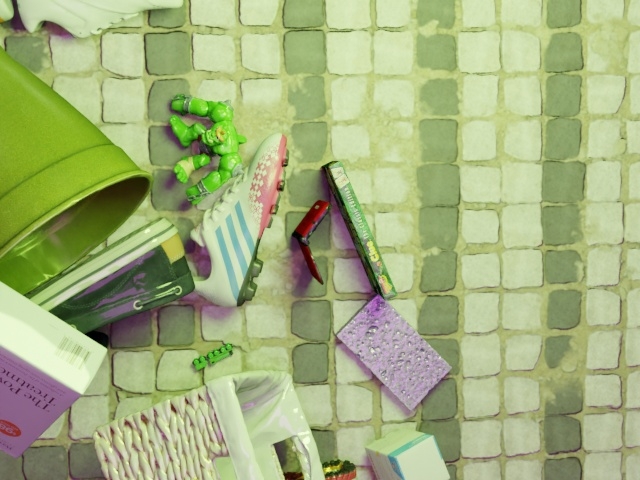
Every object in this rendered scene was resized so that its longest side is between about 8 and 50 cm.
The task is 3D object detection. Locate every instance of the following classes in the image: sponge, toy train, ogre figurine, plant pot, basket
[{"bbox_3d":[0.140,0.211,1.784,0.117,0.031,0.210,-44,98,-2],"label":"sponge"},{"bbox_3d":[-0.199,0.217,1.749,0.083,0.017,0.023,-24,107,-5],"label":"toy train"},{"bbox_3d":[-0.201,-0.175,1.673,0.118,0.097,0.197,-14,62,18],"label":"ogre figurine"},{"bbox_3d":[-0.529,-0.130,1.539,0.366,0.366,0.353,-38,86,-3],"label":"plant pot"},{"bbox_3d":[-0.161,0.409,1.558,0.266,0.331,0.328,-22,78,10],"label":"basket"}]

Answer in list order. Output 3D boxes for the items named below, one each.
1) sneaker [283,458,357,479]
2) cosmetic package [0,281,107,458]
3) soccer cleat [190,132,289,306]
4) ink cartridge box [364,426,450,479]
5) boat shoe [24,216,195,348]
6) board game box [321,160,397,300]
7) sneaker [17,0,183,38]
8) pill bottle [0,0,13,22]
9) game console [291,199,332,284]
[{"bbox_3d":[-0.036,0.487,1.756,0.225,0.088,0.092,-11,101,-4],"label":"sneaker"},{"bbox_3d":[-0.551,0.155,1.410,0.377,0.284,0.097,35,46,-14],"label":"cosmetic package"},{"bbox_3d":[-0.153,-0.045,1.685,0.143,0.116,0.331,16,91,-2],"label":"soccer cleat"},{"bbox_3d":[0.157,0.414,1.754,0.090,0.143,0.092,-24,97,-22],"label":"ink cartridge box"},{"bbox_3d":[-0.441,0.145,1.623,0.500,0.187,0.156,-31,101,-1],"label":"boat shoe"},{"bbox_3d":[0.068,-0.021,1.704,0.030,0.136,0.259,-24,96,-6],"label":"board game box"},{"bbox_3d":[-0.387,-0.421,1.645,0.297,0.111,0.129,1,110,-3],"label":"sneaker"},{"bbox_3d":[-0.672,-0.408,1.571,0.272,0.152,0.152,-17,96,-5],"label":"pill bottle"},{"bbox_3d":[0.000,0.000,1.692,0.085,0.144,0.124,37,89,-9],"label":"game console"}]
